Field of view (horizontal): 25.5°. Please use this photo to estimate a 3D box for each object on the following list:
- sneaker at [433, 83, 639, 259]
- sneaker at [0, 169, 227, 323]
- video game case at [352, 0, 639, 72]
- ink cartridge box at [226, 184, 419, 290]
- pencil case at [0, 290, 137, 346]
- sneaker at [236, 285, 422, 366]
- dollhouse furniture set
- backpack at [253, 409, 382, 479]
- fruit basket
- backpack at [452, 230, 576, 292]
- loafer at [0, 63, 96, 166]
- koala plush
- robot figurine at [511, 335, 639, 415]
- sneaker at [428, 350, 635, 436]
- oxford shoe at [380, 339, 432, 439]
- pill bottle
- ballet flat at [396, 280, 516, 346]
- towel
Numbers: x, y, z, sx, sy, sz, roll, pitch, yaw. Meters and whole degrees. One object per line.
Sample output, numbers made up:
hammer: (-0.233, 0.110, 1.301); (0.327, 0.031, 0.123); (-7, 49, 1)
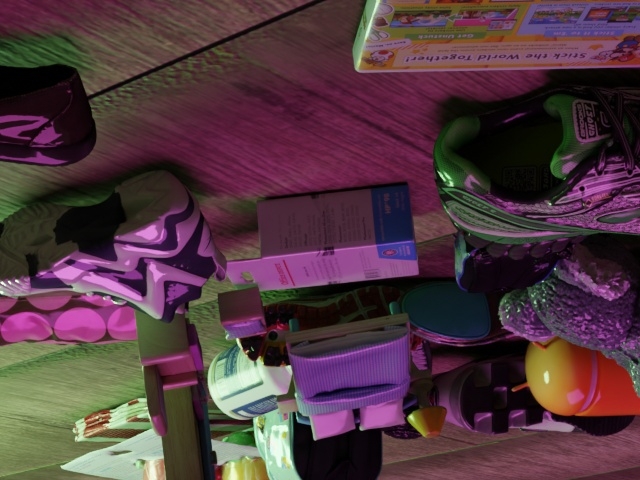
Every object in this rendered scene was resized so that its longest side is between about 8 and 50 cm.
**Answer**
sneaker: (0.253, -0.061, 1.120); (0.343, 0.134, 0.146); (-10, 159, 18)
sneaker: (-0.191, 0.030, 1.294); (0.235, 0.094, 0.153); (-22, 134, 18)
video game case: (0.147, -0.170, 0.952); (0.226, 0.026, 0.206); (-2, 160, -8)
ink cartridge box: (0.000, 0.000, 1.345); (0.180, 0.060, 0.104); (-6, 161, 4)
pencil case: (-0.252, 0.063, 1.433); (0.209, 0.095, 0.098); (-4, 142, -8)
sneaker: (0.011, 0.093, 1.609); (0.225, 0.088, 0.092); (-1, -177, -15)
dollhouse furniture set: (-0.011, 0.181, 1.427); (0.303, 0.198, 0.286); (-9, 152, -3)
backpack: (-0.003, 0.246, 1.850); (0.165, 0.188, 0.144); (10, 156, -37)
fruit basket: (-0.149, 0.319, 2.046); (0.353, 0.166, 0.327); (21, 152, -26)
backpack: (0.177, -0.001, 1.347); (0.105, 0.084, 0.114); (-2, 156, -5)
loafer: (-0.266, -0.106, 0.993); (0.220, 0.080, 0.078); (2, 127, -14)
koala plush: (0.308, 0.066, 1.445); (0.221, 0.203, 0.196); (15, 155, -17)
robot figurine: (0.351, 0.155, 1.767); (0.219, 0.128, 0.158); (1, 175, -18)
sneaker: (0.284, 0.202, 1.936); (0.330, 0.123, 0.146); (6, 176, -30)
oxford shoe: (0.102, 0.153, 1.787); (0.082, 0.096, 0.227); (8, 143, 6)
pill bottle: (-0.054, 0.156, 1.723); (0.094, 0.094, 0.169); (10, 156, -36)
ballet flat: (0.190, 0.082, 1.613); (0.221, 0.077, 0.079); (-5, 169, -8)
towel: (-0.184, 0.251, 2.058); (0.237, 0.037, 0.329); (8, 159, -37)
